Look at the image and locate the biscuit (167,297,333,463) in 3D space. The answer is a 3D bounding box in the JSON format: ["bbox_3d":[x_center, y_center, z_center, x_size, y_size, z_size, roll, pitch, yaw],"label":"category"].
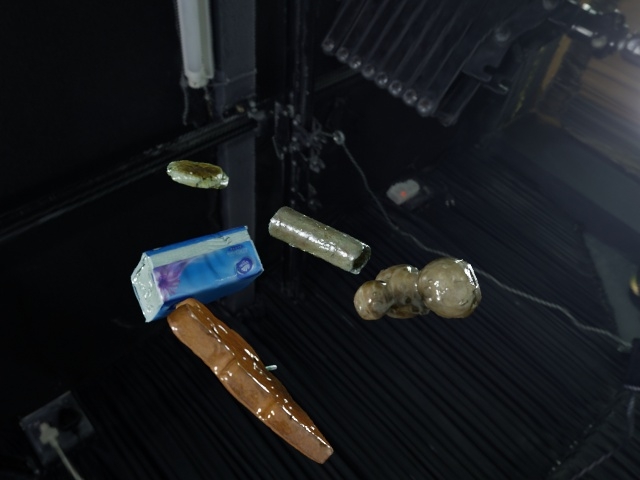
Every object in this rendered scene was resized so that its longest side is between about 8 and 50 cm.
[{"bbox_3d":[-0.101,0.198,0.811,0.043,0.306,0.284,-45,-22,-7],"label":"biscuit"}]

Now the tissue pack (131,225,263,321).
[{"bbox_3d":[-0.306,0.083,1.410,0.263,0.146,0.198,-16,-13,-33],"label":"tissue pack"}]

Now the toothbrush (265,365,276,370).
[{"bbox_3d":[-0.233,0.423,1.871,0.257,0.018,0.024,9,-102,-52],"label":"toothbrush"}]

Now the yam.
[{"bbox_3d":[0.000,0.000,1.470,0.093,0.259,0.093,-56,-17,-28],"label":"yam"}]

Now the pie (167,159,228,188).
[{"bbox_3d":[-0.157,-0.086,0.739,0.084,0.084,0.020,-10,-61,-50],"label":"pie"}]

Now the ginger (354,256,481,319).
[{"bbox_3d":[0.241,0.131,1.426,0.304,0.155,0.244,-12,-2,18],"label":"ginger"}]
